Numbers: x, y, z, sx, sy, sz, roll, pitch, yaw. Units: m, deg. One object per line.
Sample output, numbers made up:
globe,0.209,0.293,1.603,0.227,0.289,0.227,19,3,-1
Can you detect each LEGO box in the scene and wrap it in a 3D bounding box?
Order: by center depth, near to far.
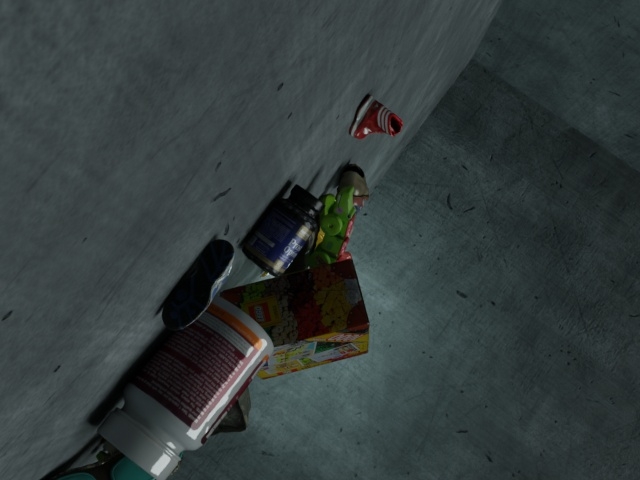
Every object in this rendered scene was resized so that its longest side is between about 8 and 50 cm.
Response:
LEGO box,-0.055,0.254,1.891,0.373,0.193,0.500,-14,161,-1

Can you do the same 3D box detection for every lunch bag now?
lunch bag,-0.295,0.371,1.743,0.169,0.286,0.235,-11,-179,-4

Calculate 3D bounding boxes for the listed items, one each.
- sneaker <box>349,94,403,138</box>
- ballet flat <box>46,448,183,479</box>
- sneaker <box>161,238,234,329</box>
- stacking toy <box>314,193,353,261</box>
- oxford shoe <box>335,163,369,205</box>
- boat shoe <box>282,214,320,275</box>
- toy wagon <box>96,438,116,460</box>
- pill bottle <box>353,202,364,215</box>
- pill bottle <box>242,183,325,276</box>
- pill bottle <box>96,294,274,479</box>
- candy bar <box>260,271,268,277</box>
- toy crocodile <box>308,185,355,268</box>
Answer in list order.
sneaker,0.161,-0.321,1.824,0.087,0.128,0.221,-53,174,-9
ballet flat,-0.517,0.587,1.454,0.182,0.164,0.483,-37,170,26
sneaker,-0.241,0.097,1.296,0.211,0.080,0.081,-52,171,-7
stacking toy,0.000,0.000,2.252,0.309,0.131,0.279,53,39,-48
oxford shoe,0.127,-0.214,2.294,0.348,0.123,0.130,-77,178,-77
boat shoe,-0.064,0.013,2.003,0.130,0.132,0.355,-52,175,-32
toy wagon,-0.487,0.492,1.744,0.267,0.068,0.344,-52,175,-17
pill bottle,0.090,-0.118,2.602,0.180,0.108,0.108,-51,174,-31
pill bottle,-0.088,-0.027,1.586,0.219,0.123,0.123,-54,175,1
pill bottle,-0.308,0.337,1.467,0.392,0.224,0.224,-51,174,-24
candy bar,-0.165,0.090,2.212,0.040,0.018,0.161,-53,176,28
toy crocodile,0.044,-0.004,1.909,0.115,0.105,0.340,-56,165,-65
